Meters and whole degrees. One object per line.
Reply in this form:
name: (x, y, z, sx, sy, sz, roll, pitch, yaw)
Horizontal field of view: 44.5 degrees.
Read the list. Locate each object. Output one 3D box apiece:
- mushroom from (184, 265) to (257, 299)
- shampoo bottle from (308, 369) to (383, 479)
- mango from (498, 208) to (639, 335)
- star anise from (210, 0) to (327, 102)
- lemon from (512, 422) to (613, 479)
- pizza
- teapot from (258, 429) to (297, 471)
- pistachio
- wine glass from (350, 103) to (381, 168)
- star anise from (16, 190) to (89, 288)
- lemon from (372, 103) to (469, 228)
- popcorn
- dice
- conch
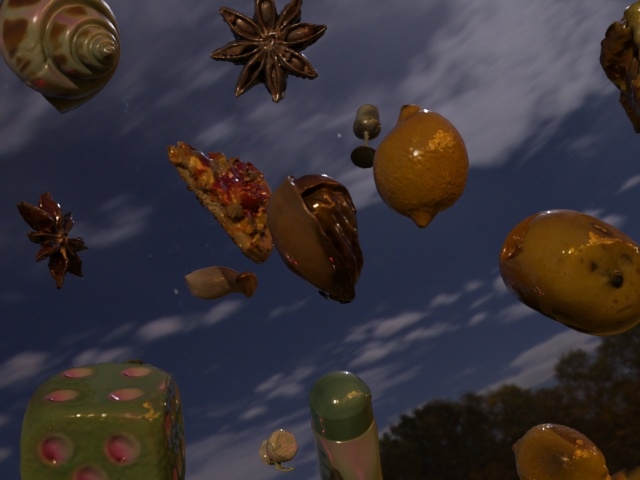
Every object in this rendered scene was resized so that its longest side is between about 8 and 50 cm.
mushroom: (-0.273, 0.119, 2.130, 0.212, 0.097, 0.088, -1, 20, 18)
shampoo bottle: (0.059, 0.463, 1.864, 0.151, 0.222, 0.349, -16, -57, -13)
mango: (0.443, 0.070, 1.356, 0.182, 0.253, 0.365, -61, -25, -7)
star anise: (-0.102, -0.405, 1.634, 0.236, 0.223, 0.109, -31, 0, 6)
lemon: (0.610, 0.572, 1.982, 0.204, 0.260, 0.204, -36, -43, -41)
pizza: (-0.274, -0.160, 2.305, 0.130, 0.440, 0.406, -39, -54, 21)
teapot: (-0.082, 0.421, 1.546, 0.064, 0.083, 0.064, -9, -23, -43)
pistachio: (0.000, 0.000, 1.118, 0.130, 0.210, 0.165, -23, 20, -9)
wine glass: (0.124, -0.285, 2.120, 0.079, 0.195, 0.079, 4, -44, 4)
star anise: (-0.733, -0.002, 2.151, 0.088, 0.288, 0.288, -18, -20, 11)
lemon: (0.189, -0.142, 1.479, 0.187, 0.244, 0.187, -3, -16, -1)
popcorn: (0.775, -0.372, 1.679, 0.290, 0.325, 0.321, -51, -25, 11)
dice: (-0.487, 0.476, 1.804, 0.330, 0.318, 0.322, -1, 11, -4)
conch: (-0.444, -0.334, 1.360, 0.197, 0.368, 0.249, -19, -56, -7)
